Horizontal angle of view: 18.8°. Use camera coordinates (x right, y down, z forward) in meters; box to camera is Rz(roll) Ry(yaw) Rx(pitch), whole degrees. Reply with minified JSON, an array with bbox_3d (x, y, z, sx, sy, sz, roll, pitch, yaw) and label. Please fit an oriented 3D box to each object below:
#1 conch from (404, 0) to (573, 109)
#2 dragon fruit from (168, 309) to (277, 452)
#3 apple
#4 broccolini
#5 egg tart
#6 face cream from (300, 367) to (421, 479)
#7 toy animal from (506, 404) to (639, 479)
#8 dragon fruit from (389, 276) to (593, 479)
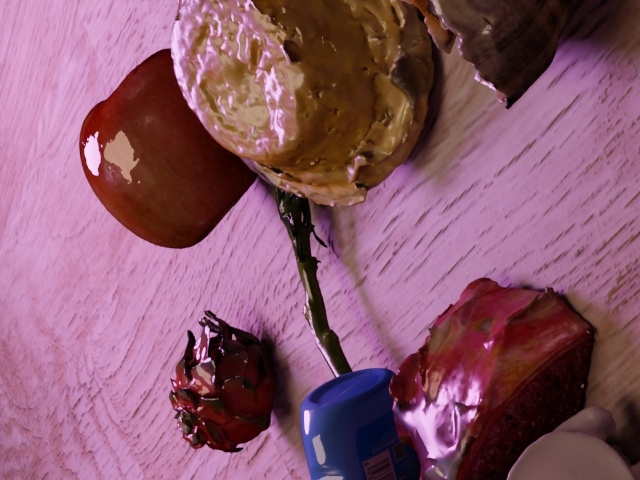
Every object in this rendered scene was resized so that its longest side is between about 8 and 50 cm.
[{"bbox_3d":[0.102,-0.218,1.307,0.210,0.159,0.291,45,-176,30],"label":"conch"},{"bbox_3d":[-0.106,0.157,2.062,0.130,0.121,0.142,32,116,10],"label":"dragon fruit"},{"bbox_3d":[-0.144,-0.092,1.897,0.168,0.181,0.181,45,153,3],"label":"apple"},{"bbox_3d":[0.002,0.008,1.784,0.123,0.062,0.271,119,136,-78],"label":"broccolini"},{"bbox_3d":[-0.036,-0.155,1.611,0.295,0.116,0.294,23,129,32],"label":"egg tart"},{"bbox_3d":[0.060,0.252,1.744,0.083,0.149,0.264,-7,104,37],"label":"face cream"},{"bbox_3d":[0.208,0.212,1.481,0.104,0.130,0.221,23,164,19],"label":"toy animal"},{"bbox_3d":[0.112,0.141,1.563,0.161,0.126,0.274,50,148,39],"label":"dragon fruit"}]
